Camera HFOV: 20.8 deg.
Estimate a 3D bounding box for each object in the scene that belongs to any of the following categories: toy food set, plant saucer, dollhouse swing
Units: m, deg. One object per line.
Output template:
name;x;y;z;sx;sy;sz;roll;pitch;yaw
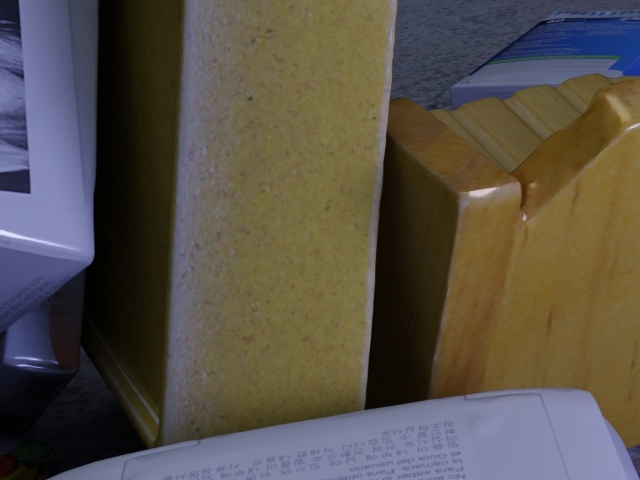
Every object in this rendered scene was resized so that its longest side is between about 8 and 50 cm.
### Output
toy food set;-0.186;0.127;0.934;0.083;0.020;0.082;2;20;32
plant saucer;-0.064;-0.039;0.862;0.081;0.332;0.333;-1;14;-19
dollhouse swing;0.150;-0.068;0.912;0.347;0.315;0.305;-14;50;-17

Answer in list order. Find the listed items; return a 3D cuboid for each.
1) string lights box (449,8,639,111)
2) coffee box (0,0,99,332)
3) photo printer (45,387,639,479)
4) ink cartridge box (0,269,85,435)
string lights box;0.219;-0.130;1.447;0.133;0.076;0.260;1;20;27
coffee box;-0.333;-0.118;0.901;0.334;0.338;0.337;12;-26;-30
photo printer;0.006;0.163;0.579;0.256;0.107;0.307;-10;18;2
ink cartridge box;-0.161;0.006;0.973;0.045;0.179;0.145;11;-23;-17
